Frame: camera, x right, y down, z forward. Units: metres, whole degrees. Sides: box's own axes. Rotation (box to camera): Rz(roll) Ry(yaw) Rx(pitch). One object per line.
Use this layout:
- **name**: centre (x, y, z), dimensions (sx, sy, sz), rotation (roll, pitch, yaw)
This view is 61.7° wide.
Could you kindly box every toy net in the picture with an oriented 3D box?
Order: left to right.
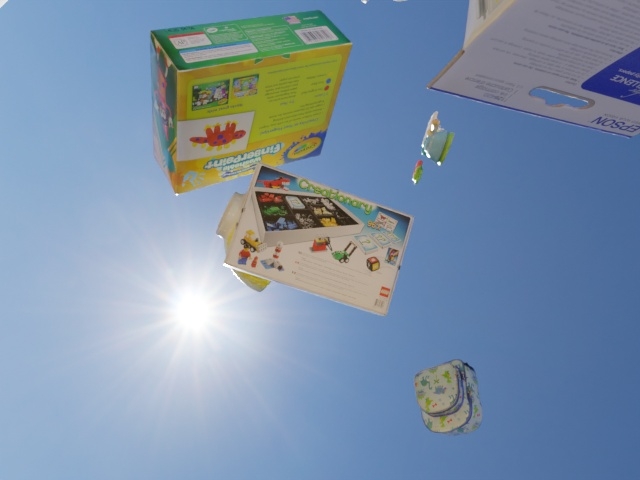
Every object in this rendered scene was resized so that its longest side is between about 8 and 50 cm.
- **toy net**: centre (0.238, -0.198, 1.131), dimensions (0.045, 0.232, 0.122), rotation (19, -61, 4)

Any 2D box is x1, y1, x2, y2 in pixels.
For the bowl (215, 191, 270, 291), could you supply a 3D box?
- **bowl**: centre (-0.162, -0.036, 1.312), dimensions (0.290, 0.156, 0.289), rotation (-58, -165, 26)

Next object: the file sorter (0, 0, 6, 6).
- **file sorter**: centre (-0.393, -0.245, 0.437), dimensions (0.278, 0.173, 0.193), rotation (-46, -161, -1)

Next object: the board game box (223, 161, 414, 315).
- **board game box**: centre (0.000, 0.000, 0.972), dimensions (0.305, 0.053, 0.193), rotation (19, -99, -8)

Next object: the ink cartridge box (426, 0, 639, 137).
- **ink cartridge box**: centre (0.307, -0.211, 0.502), dimensions (0.307, 0.303, 0.072), rotation (151, -56, -67)

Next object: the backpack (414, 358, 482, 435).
- **backpack**: centre (0.214, 0.269, 0.912), dimensions (0.105, 0.084, 0.114), rotation (-26, -127, 30)

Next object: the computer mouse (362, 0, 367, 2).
- **computer mouse**: centre (0.128, -0.750, 1.475), dimensions (0.106, 0.042, 0.193), rotation (169, -86, -73)

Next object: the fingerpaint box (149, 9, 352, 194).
- **fingerpaint box**: centre (-0.182, -0.346, 1.337), dimensions (0.163, 0.444, 0.371), rotation (54, -32, 26)
